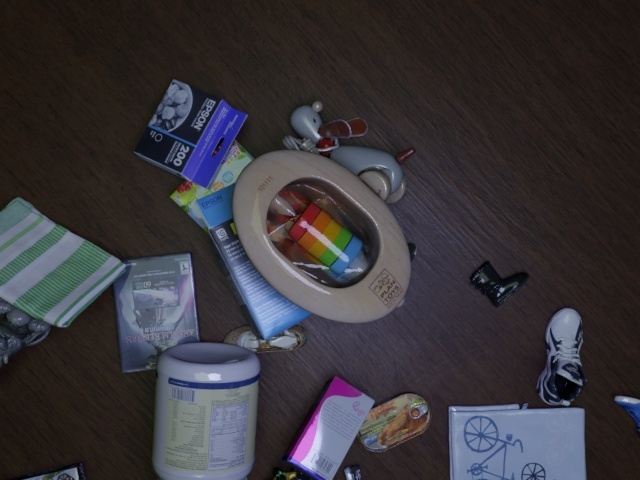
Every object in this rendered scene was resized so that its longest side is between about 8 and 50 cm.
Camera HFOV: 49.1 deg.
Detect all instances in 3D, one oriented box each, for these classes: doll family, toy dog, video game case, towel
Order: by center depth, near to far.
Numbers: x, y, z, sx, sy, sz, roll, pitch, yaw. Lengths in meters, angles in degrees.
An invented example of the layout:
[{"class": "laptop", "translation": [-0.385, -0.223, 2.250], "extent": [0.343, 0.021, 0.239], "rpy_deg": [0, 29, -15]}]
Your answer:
[{"class": "towel", "translation": [-0.647, 0.047, 1.605], "extent": [0.324, 0.038, 0.248], "rpy_deg": [31, 45, 6]}, {"class": "toy dog", "translation": [0.088, -0.222, 1.632], "extent": [0.333, 0.220, 0.161], "rpy_deg": [36, 111, -9]}, {"class": "doll family", "translation": [-0.058, 0.569, 1.662], "extent": [0.192, 0.076, 0.111], "rpy_deg": [-22, 68, -24]}, {"class": "video game case", "translation": [-0.396, 0.175, 1.697], "extent": [0.195, 0.026, 0.275], "rpy_deg": [-6, 89, -1]}]

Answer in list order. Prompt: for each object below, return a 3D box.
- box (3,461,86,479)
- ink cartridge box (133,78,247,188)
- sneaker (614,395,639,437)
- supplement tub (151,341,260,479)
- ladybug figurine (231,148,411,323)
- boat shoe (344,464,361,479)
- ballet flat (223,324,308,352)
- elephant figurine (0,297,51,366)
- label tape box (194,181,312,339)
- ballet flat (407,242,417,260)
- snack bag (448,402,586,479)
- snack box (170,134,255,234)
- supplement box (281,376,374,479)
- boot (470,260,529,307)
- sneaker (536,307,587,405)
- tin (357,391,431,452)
[{"class": "box", "translation": [-0.673, 0.640, 1.678], "extent": [0.232, 0.044, 0.159], "rpy_deg": [-13, 89, -1]}, {"class": "ink cartridge box", "translation": [-0.308, -0.254, 1.653], "extent": [0.208, 0.045, 0.206], "rpy_deg": [24, 82, 19]}, {"class": "sneaker", "translation": [0.775, 0.433, 1.690], "extent": [0.152, 0.058, 0.085], "rpy_deg": [21, 81, -7]}, {"class": "supplement tub", "translation": [-0.260, 0.413, 1.583], "extent": [0.235, 0.235, 0.325], "rpy_deg": [4, 95, -1]}, {"class": "ladybug figurine", "translation": [0.000, 0.000, 1.517], "extent": [0.449, 0.162, 0.305], "rpy_deg": [43, 76, -7]}, {"class": "boat shoe", "translation": [0.096, 0.612, 1.686], "extent": [0.040, 0.049, 0.142], "rpy_deg": [-18, 87, -1]}, {"class": "ballet flat", "translation": [-0.133, 0.237, 1.677], "extent": [0.206, 0.067, 0.073], "rpy_deg": [-8, 93, 0]}, {"class": "elephant figurine", "translation": [-0.719, 0.201, 1.638], "extent": [0.169, 0.185, 0.239], "rpy_deg": [53, 130, 29]}, {"class": "label tape box", "translation": [-0.109, 0.020, 1.628], "extent": [0.249, 0.115, 0.348], "rpy_deg": [-27, 90, -16]}, {"class": "ballet flat", "translation": [0.173, 0.076, 1.701], "extent": [0.173, 0.049, 0.057], "rpy_deg": [-49, 47, -2]}, {"class": "snack bag", "translation": [0.483, 0.554, 1.697], "extent": [0.342, 0.037, 0.323], "rpy_deg": [-3, 90, 0]}, {"class": "snack box", "translation": [-0.223, -0.117, 1.679], "extent": [0.174, 0.070, 0.207], "rpy_deg": [45, 90, 0]}, {"class": "supplement box", "translation": [0.017, 0.441, 1.624], "extent": [0.111, 0.114, 0.220], "rpy_deg": [33, 71, 0]}, {"class": "boot", "translation": [0.432, 0.092, 1.699], "extent": [0.121, 0.045, 0.099], "rpy_deg": [-42, 87, 0]}, {"class": "sneaker", "translation": [0.582, 0.280, 1.642], "extent": [0.094, 0.153, 0.235], "rpy_deg": [20, 89, -2]}, {"class": "tin", "translation": [0.175, 0.437, 1.695], "extent": [0.189, 0.040, 0.106], "rpy_deg": [-24, 94, -1]}]
